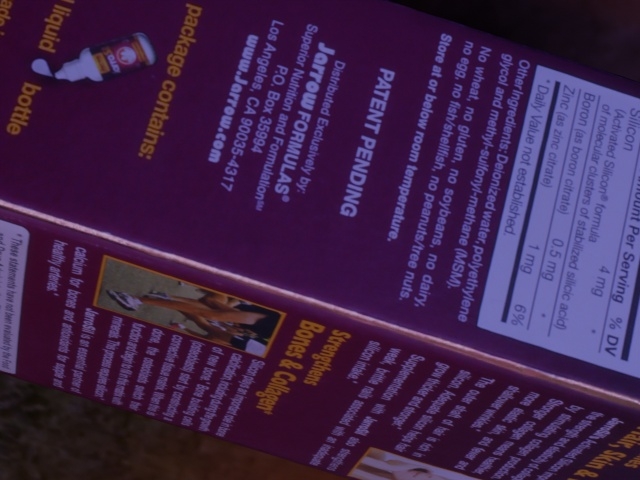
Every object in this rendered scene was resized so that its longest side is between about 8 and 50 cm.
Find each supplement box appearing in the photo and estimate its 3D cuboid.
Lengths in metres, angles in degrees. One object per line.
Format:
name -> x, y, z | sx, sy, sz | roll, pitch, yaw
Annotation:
supplement box -> 0.000, 0.000, 0.398 | 0.188, 0.081, 0.104 | 17, 155, -4
